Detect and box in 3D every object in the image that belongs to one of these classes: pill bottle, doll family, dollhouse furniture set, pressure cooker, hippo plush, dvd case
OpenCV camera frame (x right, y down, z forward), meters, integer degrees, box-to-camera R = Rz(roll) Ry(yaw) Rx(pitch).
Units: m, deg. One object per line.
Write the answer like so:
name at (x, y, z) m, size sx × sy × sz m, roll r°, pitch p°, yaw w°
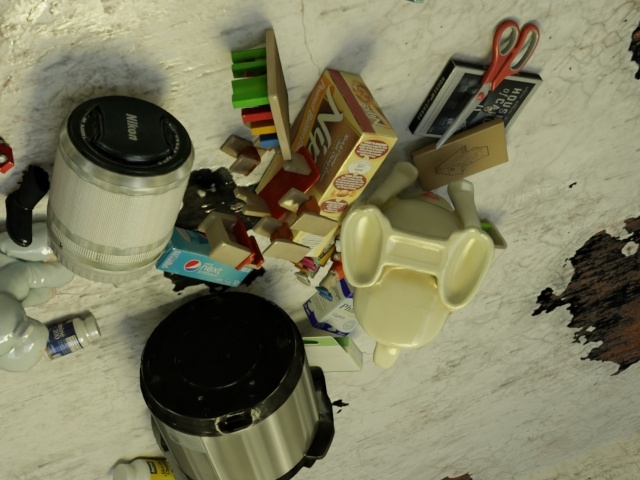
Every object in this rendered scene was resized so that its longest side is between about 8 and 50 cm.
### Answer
pill bottle at (-0.466, 0.648, 2.476) m, size 0.184 × 0.103 × 0.103 m, roll 16°, pitch 127°, yaw -42°
pill bottle at (-0.529, 0.203, 1.923) m, size 0.120 × 0.067 × 0.067 m, roll -21°, pitch 143°, yaw -6°
doll family at (0.000, 0.000, 1.929) m, size 0.163 × 0.118 × 0.263 m, roll -57°, pitch 157°, yaw -16°
dollhouse furniture set at (-0.096, -0.064, 1.690) m, size 0.135 × 0.262 × 0.259 m, roll 16°, pitch 129°, yaw -45°
pressure cooker at (-0.193, 0.367, 2.051) m, size 0.375 × 0.370 × 0.420 m, roll -24°, pitch 137°, yaw -12°
hippo plush at (-0.551, 0.099, 1.639) m, size 0.234 × 0.236 × 0.294 m, roll -23°, pitch 144°, yaw -4°
dvd case at (0.318, -0.279, 1.864) m, size 0.239 × 0.029 × 0.179 m, roll 2°, pitch 136°, yaw -32°

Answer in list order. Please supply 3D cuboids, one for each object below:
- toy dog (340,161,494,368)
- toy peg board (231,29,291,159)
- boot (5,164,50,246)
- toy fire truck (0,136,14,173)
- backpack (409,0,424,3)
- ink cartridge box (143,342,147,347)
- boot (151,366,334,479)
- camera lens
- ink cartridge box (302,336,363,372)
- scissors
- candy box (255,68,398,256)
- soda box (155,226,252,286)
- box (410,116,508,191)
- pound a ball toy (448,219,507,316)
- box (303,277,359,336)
toy dog at (0.207, 0.037, 1.897) m, size 0.285 × 0.408 × 0.395 m, roll 4°, pitch 110°, yaw 8°
toy peg board at (-0.103, -0.245, 1.563) m, size 0.079 × 0.161 × 0.160 m, roll -7°, pitch 144°, yaw 4°
boot at (-0.502, -0.062, 1.574) m, size 0.099 × 0.121 × 0.045 m, roll -40°, pitch 144°, yaw 29°
toy fire truck at (-0.585, -0.125, 1.505) m, size 0.135 × 0.047 × 0.192 m, roll -34°, pitch 142°, yaw 14°
backpack at (0.139, -0.446, 1.489) m, size 0.114 × 0.105 × 0.084 m, roll 12°, pitch 129°, yaw -33°
ink cartridge box at (-0.380, 0.256, 2.108) m, size 0.048 × 0.028 × 0.083 m, roll -17°, pitch 143°, yaw -13°
boot at (-0.178, 0.508, 2.393) m, size 0.445 × 0.146 × 0.367 m, roll -15°, pitch 142°, yaw -2°
camera lens at (-0.343, -0.089, 1.545) m, size 0.219 × 0.219 × 0.274 m, roll -3°, pitch 138°, yaw -28°
ink cartridge box at (-0.009, 0.264, 2.254) m, size 0.171 × 0.056 × 0.235 m, roll -4°, pitch 149°, yaw 20°
scissors at (0.331, -0.295, 1.792) m, size 0.109 × 0.021 × 0.297 m, roll 13°, pitch 111°, yaw -39°
candy box at (0.002, -0.140, 1.717) m, size 0.087 × 0.183 × 0.316 m, roll 5°, pitch 134°, yaw -36°
soda box at (-0.244, 0.033, 1.878) m, size 0.210 × 0.071 × 0.067 m, roll 17°, pitch 125°, yaw -43°
box at (0.301, -0.179, 1.948) m, size 0.201 × 0.021 × 0.164 m, roll -22°, pitch 151°, yaw 5°
pound a ball toy at (0.281, 0.092, 2.209) m, size 0.208 × 0.135 × 0.319 m, roll 6°, pitch 133°, yaw -35°
box at (0.054, 0.157, 2.206) m, size 0.137 × 0.072 × 0.126 m, roll -44°, pitch 141°, yaw 22°
